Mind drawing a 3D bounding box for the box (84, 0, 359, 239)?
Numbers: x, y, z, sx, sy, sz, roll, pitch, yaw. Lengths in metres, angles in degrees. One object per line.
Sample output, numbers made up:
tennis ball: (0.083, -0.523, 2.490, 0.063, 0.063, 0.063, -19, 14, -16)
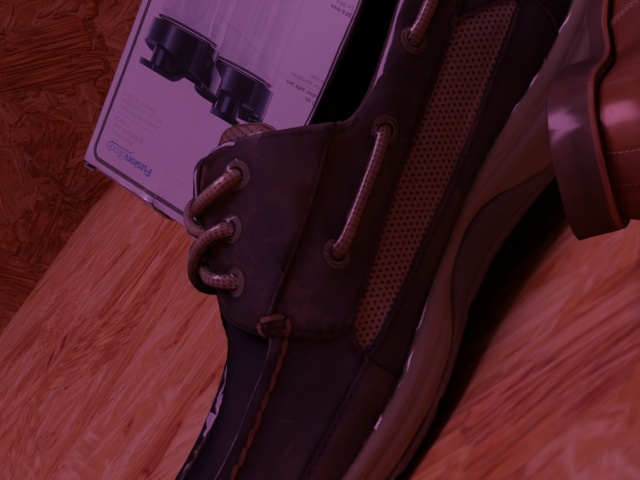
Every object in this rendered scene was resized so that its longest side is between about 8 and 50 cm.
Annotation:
box: (0.002, -0.134, 0.812, 0.087, 0.169, 0.290, 7, -71, -51)

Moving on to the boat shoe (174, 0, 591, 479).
boat shoe: (0.000, 0.000, 0.672, 0.355, 0.130, 0.132, -59, 12, -18)

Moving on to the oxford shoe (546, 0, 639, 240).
oxford shoe: (0.137, -0.060, 0.583, 0.076, 0.076, 0.212, -11, 22, 20)
